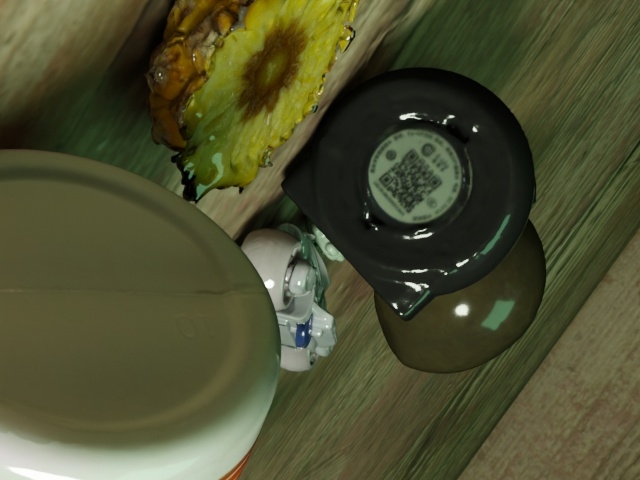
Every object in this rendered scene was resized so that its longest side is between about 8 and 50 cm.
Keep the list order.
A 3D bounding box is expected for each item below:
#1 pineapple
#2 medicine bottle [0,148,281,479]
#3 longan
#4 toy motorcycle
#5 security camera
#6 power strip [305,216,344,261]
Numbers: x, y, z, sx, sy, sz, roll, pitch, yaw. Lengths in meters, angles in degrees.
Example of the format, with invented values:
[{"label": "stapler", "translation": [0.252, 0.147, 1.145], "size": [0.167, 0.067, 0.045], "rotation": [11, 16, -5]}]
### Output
[{"label": "pineapple", "translation": [-0.049, -0.129, 1.056], "size": [0.225, 0.076, 0.225], "rotation": [-48, 162, -21]}, {"label": "medicine bottle", "translation": [-0.171, 0.110, 0.923], "size": [0.252, 0.252, 0.241], "rotation": [-32, 153, -48]}, {"label": "longan", "translation": [0.152, 0.050, 1.758], "size": [0.212, 0.198, 0.198], "rotation": [-41, 167, 18]}, {"label": "toy motorcycle", "translation": [-0.029, 0.046, 1.456], "size": [0.112, 0.112, 0.254], "rotation": [-49, 161, -11]}, {"label": "security camera", "translation": [0.105, -0.047, 1.448], "size": [0.191, 0.197, 0.277], "rotation": [-44, 170, 6]}, {"label": "power strip", "translation": [0.000, 0.000, 1.496], "size": [0.035, 0.055, 0.083], "rotation": [-37, -178, 5]}]
